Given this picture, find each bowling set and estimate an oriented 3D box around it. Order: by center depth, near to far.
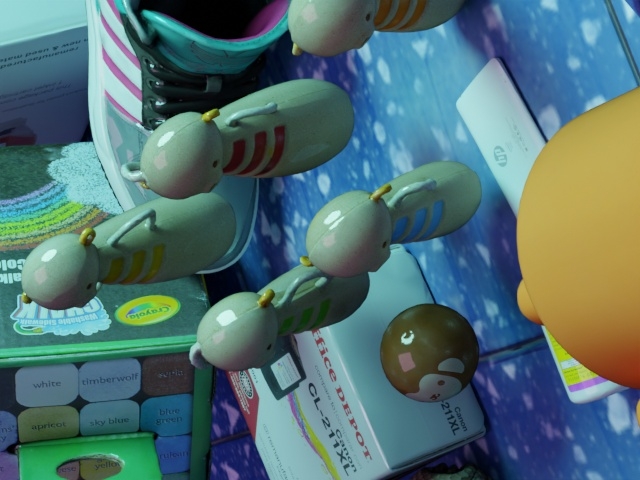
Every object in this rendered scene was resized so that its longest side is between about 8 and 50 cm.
[{"bbox_3d":[0.000,0.000,0.864,0.200,0.154,0.287,52,125,13],"label":"bowling set"}]

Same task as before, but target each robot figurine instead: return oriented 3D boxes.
[{"bbox_3d":[0.161,-0.011,0.653,0.128,0.158,0.219,51,155,-8],"label":"robot figurine"}]

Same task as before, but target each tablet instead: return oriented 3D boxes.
[{"bbox_3d":[0.099,-0.049,0.876,0.083,0.006,0.054,64,153,15],"label":"tablet"}]

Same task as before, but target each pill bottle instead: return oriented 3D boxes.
[{"bbox_3d":[0.130,0.036,0.832,0.043,0.043,0.083,-27,83,63],"label":"pill bottle"}]

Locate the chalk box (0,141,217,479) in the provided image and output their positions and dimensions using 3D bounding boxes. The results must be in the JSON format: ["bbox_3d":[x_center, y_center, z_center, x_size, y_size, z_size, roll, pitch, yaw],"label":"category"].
[{"bbox_3d":[-0.174,0.086,1.190,0.289,0.180,0.179,-106,17,-46],"label":"chalk box"}]

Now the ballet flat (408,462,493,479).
[{"bbox_3d":[0.059,0.196,1.065,0.084,0.058,0.250,28,149,4],"label":"ballet flat"}]

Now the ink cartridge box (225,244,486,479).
[{"bbox_3d":[0.015,0.093,1.051,0.127,0.072,0.175,67,153,11],"label":"ink cartridge box"}]

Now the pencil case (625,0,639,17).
[{"bbox_3d":[0.104,-0.206,0.601,0.119,0.133,0.306,109,143,-50],"label":"pencil case"}]

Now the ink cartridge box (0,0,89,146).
[{"bbox_3d":[-0.312,-0.186,1.384,0.279,0.160,0.385,64,152,15],"label":"ink cartridge box"}]

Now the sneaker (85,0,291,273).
[{"bbox_3d":[-0.071,-0.109,1.040,0.178,0.123,0.296,-152,50,-66],"label":"sneaker"}]
